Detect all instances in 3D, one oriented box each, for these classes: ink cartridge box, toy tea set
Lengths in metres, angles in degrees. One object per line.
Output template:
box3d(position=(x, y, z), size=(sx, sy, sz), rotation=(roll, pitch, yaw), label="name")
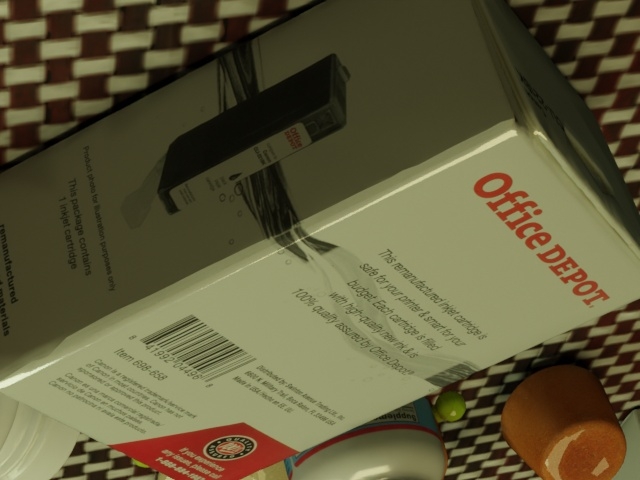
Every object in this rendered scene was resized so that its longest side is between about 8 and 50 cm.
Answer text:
box3d(position=(0.000, 0.000, 0.871), size=(0.273, 0.114, 0.197), rotation=(-25, 148, 17), label="ink cartridge box")
box3d(position=(0.034, 0.159, 1.201), size=(0.336, 0.124, 0.200), rotation=(-3, 119, -16), label="toy tea set")

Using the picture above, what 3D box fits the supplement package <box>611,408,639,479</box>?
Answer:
box3d(position=(0.280, 0.218, 1.310), size=(0.105, 0.179, 0.105), rotation=(-6, 149, -18), label="supplement package")

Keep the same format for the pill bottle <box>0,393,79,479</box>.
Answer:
box3d(position=(-0.222, 0.061, 0.858), size=(0.121, 0.121, 0.216), rotation=(-36, 144, 31), label="pill bottle")

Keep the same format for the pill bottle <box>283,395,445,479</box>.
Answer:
box3d(position=(0.019, 0.101, 1.003), size=(0.087, 0.160, 0.087), rotation=(-12, 151, -7), label="pill bottle")
